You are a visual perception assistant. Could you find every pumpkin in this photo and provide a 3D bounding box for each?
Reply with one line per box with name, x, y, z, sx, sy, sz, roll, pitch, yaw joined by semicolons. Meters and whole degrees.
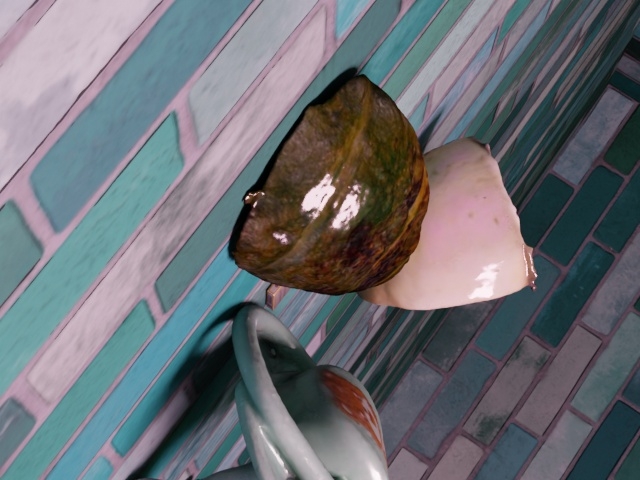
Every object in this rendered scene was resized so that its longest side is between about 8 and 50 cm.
pumpkin;0.002;0.004;1.113;0.163;0.111;0.278;-43;165;-34

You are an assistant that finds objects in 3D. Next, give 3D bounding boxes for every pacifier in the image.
pacifier;-0.073;0.217;1.241;0.269;0.288;0.343;-24;-168;2

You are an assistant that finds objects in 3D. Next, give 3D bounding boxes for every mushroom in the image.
mushroom;0.113;-0.028;1.535;0.236;0.173;0.162;-143;-138;-65

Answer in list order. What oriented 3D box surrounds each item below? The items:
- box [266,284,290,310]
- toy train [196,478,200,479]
box;-0.025;0.029;1.318;0.083;0.012;0.046;-51;168;-19
toy train;-0.164;0.375;1.504;0.163;0.112;0.203;-53;171;20
